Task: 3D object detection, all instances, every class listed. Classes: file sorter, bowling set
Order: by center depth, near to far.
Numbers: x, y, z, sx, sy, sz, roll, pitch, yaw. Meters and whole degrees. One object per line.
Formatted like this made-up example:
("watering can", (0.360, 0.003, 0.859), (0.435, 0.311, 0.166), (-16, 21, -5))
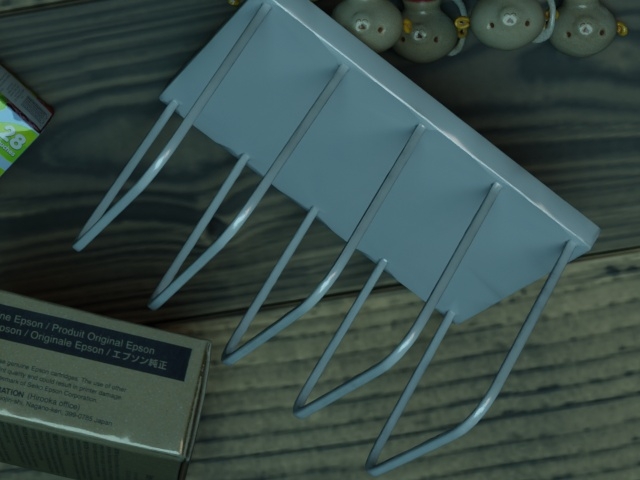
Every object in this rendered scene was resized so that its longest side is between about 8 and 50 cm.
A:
("bowling set", (0.066, -0.174, 1.304), (0.287, 0.200, 0.154), (-1, 109, 7))
("file sorter", (0.000, 0.000, 1.326), (0.278, 0.173, 0.193), (38, 150, -9))

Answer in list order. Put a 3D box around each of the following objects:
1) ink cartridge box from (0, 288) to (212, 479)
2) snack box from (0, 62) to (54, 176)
("ink cartridge box", (-0.179, 0.109, 1.380), (0.193, 0.234, 0.088), (13, 74, -3))
("snack box", (-0.325, -0.093, 1.407), (0.207, 0.070, 0.174), (43, 105, -12))
